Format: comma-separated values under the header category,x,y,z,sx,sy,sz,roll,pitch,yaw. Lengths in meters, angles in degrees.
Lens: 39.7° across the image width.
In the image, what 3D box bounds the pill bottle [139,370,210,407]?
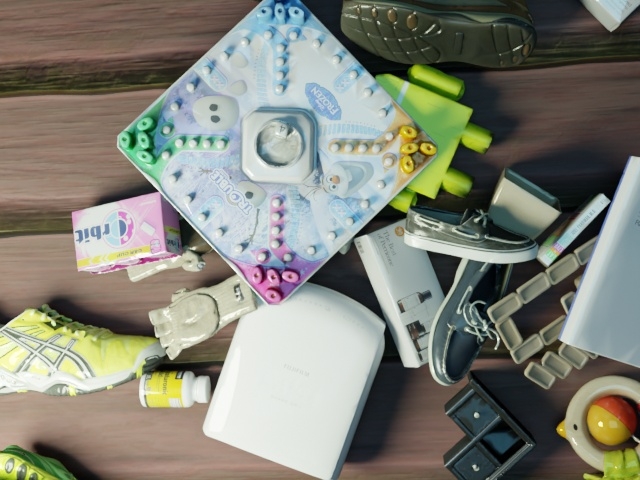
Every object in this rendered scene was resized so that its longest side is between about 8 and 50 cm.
category,x,y,z,sx,sy,sz,roll,pitch,yaw
pill bottle,-0.257,0.264,1.574,0.116,0.065,0.065,0,93,5

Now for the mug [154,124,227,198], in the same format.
category,x,y,z,sx,sy,sz,roll,pitch,yaw
mug,-0.217,-0.119,1.530,0.129,0.097,0.158,-6,88,1

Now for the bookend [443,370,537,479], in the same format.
category,x,y,z,sx,sy,sz,roll,pitch,yaw
bookend,0.259,0.338,1.527,0.156,0.072,0.157,-43,88,6

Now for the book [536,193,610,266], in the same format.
category,x,y,z,sx,sy,sz,roll,pitch,yaw
book,0.420,-0.016,1.482,0.035,0.096,0.144,43,95,5

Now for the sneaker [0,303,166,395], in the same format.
category,x,y,z,sx,sy,sz,roll,pitch,yaw
sneaker,-0.463,0.188,1.551,0.384,0.145,0.147,-4,93,4

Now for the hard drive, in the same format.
category,x,y,z,sx,sy,sz,roll,pitch,yaw
hard drive,0.540,0.046,1.464,0.210,0.040,0.319,18,95,-21

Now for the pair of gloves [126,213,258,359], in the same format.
category,x,y,z,sx,sy,sz,roll,pitch,yaw
pair of gloves,-0.225,0.063,1.540,0.204,0.042,0.240,-31,66,10

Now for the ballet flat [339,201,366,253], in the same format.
category,x,y,z,sx,sy,sz,roll,pitch,yaw
ballet flat,0.000,0.000,1.540,0.221,0.077,0.079,-27,109,11

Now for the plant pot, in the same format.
category,x,y,z,sx,sy,sz,roll,pitch,yaw
plant pot,0.329,-0.047,1.489,0.109,0.109,0.096,32,108,3

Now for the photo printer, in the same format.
category,x,y,z,sx,sy,sz,roll,pitch,yaw
photo printer,-0.038,0.228,1.531,0.256,0.107,0.308,20,95,4

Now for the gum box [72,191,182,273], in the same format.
category,x,y,z,sx,sy,sz,roll,pitch,yaw
gum box,-0.341,-0.010,1.543,0.188,0.062,0.107,-11,79,18

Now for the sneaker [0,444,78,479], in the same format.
category,x,y,z,sx,sy,sz,roll,pitch,yaw
sneaker,-0.454,0.456,1.582,0.295,0.123,0.109,43,96,-17

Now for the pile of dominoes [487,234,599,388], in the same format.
category,x,y,z,sx,sy,sz,roll,pitch,yaw
pile of dominoes,0.413,0.120,1.488,0.251,0.040,0.196,-32,110,-6

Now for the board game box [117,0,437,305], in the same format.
category,x,y,z,sx,sy,sz,roll,pitch,yaw
board game box,-0.070,-0.157,1.458,0.390,0.050,0.390,-44,90,-2

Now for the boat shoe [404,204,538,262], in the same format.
category,x,y,z,sx,sy,sz,roll,pitch,yaw
boat shoe,0.244,-0.014,1.436,0.219,0.078,0.070,8,112,12

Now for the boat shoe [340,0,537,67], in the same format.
category,x,y,z,sx,sy,sz,roll,pitch,yaw
boat shoe,0.197,-0.371,1.483,0.324,0.122,0.120,9,57,1

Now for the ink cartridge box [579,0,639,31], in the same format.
category,x,y,z,sx,sy,sz,roll,pitch,yaw
ink cartridge box,0.506,-0.466,1.460,0.139,0.082,0.191,45,97,2

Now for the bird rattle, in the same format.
category,x,y,z,sx,sy,sz,roll,pitch,yaw
bird rattle,0.518,0.315,1.481,0.207,0.143,0.253,38,93,19

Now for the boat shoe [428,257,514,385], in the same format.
category,x,y,z,sx,sy,sz,roll,pitch,yaw
boat shoe,0.258,0.122,1.474,0.095,0.079,0.254,36,71,-27

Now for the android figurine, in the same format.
category,x,y,z,sx,sy,sz,roll,pitch,yaw
android figurine,0.149,-0.179,1.519,0.273,0.056,0.248,21,95,3

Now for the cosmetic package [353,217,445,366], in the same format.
category,x,y,z,sx,sy,sz,roll,pitch,yaw
cosmetic package,0.151,0.087,1.513,0.099,0.060,0.239,-23,91,-24
